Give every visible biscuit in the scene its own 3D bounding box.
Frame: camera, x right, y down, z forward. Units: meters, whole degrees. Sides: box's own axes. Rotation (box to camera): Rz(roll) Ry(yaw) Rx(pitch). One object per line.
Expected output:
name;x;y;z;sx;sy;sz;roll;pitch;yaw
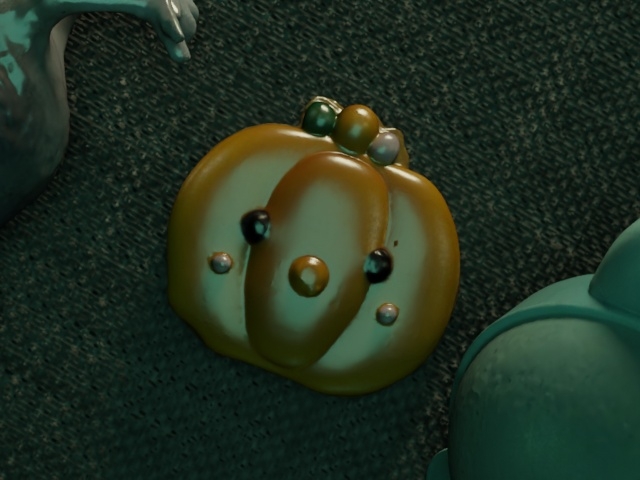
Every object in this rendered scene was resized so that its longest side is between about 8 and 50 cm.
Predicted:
biscuit;0.000;0.000;0.875;0.170;0.050;0.170;0;88;-3

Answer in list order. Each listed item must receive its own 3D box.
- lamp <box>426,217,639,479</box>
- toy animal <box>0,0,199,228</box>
lamp;0.169;0.099;0.786;0.209;0.147;0.284;39;116;17
toy animal;-0.168;-0.117;0.855;0.205;0.081;0.367;-7;88;9
